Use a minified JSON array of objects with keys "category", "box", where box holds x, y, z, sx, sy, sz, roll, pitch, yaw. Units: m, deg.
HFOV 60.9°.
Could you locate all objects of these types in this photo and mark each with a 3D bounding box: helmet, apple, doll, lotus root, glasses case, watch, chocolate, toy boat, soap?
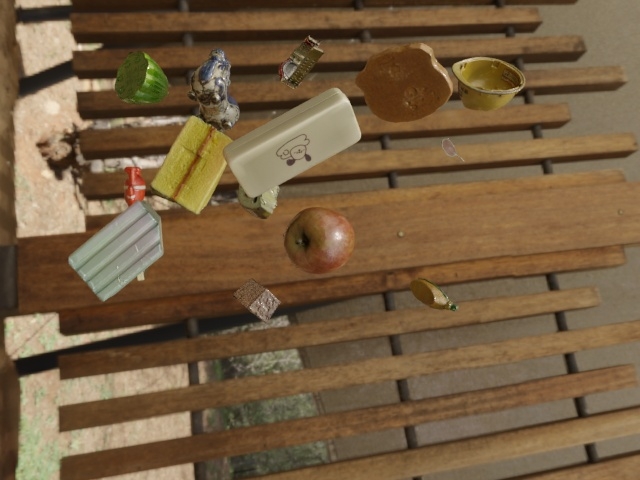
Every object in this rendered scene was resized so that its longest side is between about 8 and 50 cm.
[{"category":"helmet","box":[0.546,-0.503,1.829,0.140,0.256,0.205,100,-27,-50]},{"category":"apple","box":[0.000,0.000,1.503,0.188,0.173,0.189,3,-84,34]},{"category":"doll","box":[-0.780,-0.138,2.265,0.200,0.105,0.337,-139,-130,-78]},{"category":"lotus root","box":[-0.604,-0.550,1.926,0.186,0.186,0.186,175,-90,-78]},{"category":"glasses case","box":[-0.065,-0.227,1.277,0.070,0.312,0.131,62,0,44]},{"category":"watch","box":[-0.058,-0.645,1.933,0.268,0.102,0.165,-33,-141,53]},{"category":"lotus root","box":[-0.258,-0.202,2.273,0.119,0.138,0.235,58,37,-55]},{"category":"chocolate","box":[-0.254,0.228,2.145,0.112,0.112,0.321,43,-10,-16]},{"category":"toy boat","box":[0.423,0.207,2.089,0.229,0.088,0.089,40,-65,47]},{"category":"soap","box":[-0.603,0.029,1.668,0.173,0.289,0.095,51,1,-7]}]

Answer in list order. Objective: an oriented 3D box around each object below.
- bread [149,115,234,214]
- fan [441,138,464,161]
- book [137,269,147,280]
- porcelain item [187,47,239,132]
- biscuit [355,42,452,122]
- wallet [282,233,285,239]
[{"category":"bread","box":[-0.366,-0.230,1.634,0.264,0.167,0.163,-56,-171,13]},{"category":"fan","box":[0.540,-0.362,2.217,0.005,0.133,0.085,-33,-154,48]},{"category":"book","box":[-0.688,0.035,2.068,0.264,0.027,0.202,-160,-116,-74]},{"category":"porcelain item","box":[-0.362,-0.512,1.892,0.288,0.137,0.187,80,23,-64]},{"category":"biscuit","box":[0.347,-0.650,2.278,0.365,0.384,0.062,44,50,-36]},{"category":"wallet","box":[-0.100,0.007,2.340,0.196,0.020,0.103,-14,-87,57]}]
